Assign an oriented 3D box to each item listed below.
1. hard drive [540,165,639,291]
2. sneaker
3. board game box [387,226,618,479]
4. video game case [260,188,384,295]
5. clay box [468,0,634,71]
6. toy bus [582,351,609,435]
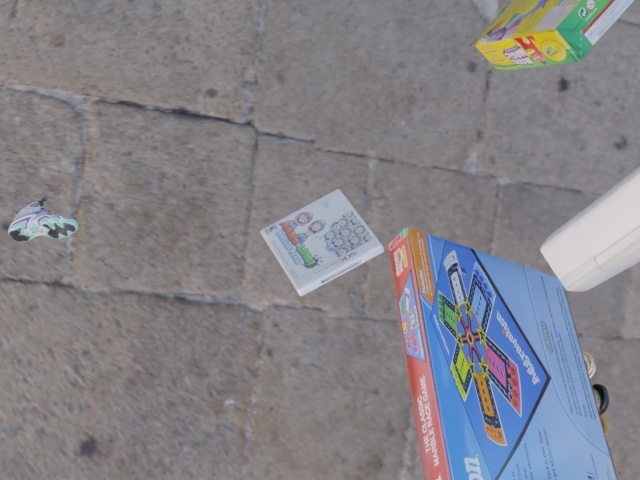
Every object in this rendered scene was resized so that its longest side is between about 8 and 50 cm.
[{"bbox_3d":[0.264,-0.084,0.479,0.203,0.307,0.040,-22,75,-35],"label":"hard drive"},{"bbox_3d":[-0.380,-0.036,1.398,0.098,0.069,0.038,-4,137,5],"label":"sneaker"},{"bbox_3d":[0.123,0.126,0.632,0.145,0.027,0.281,19,46,-28],"label":"board game box"},{"bbox_3d":[0.000,0.000,1.530,0.143,0.157,0.019,-28,134,-6],"label":"video game case"},{"bbox_3d":[0.268,-0.260,1.168,0.053,0.222,0.127,44,83,-16],"label":"clay box"},{"bbox_3d":[0.345,0.248,1.398,0.104,0.202,0.191,8,85,-24],"label":"toy bus"}]
